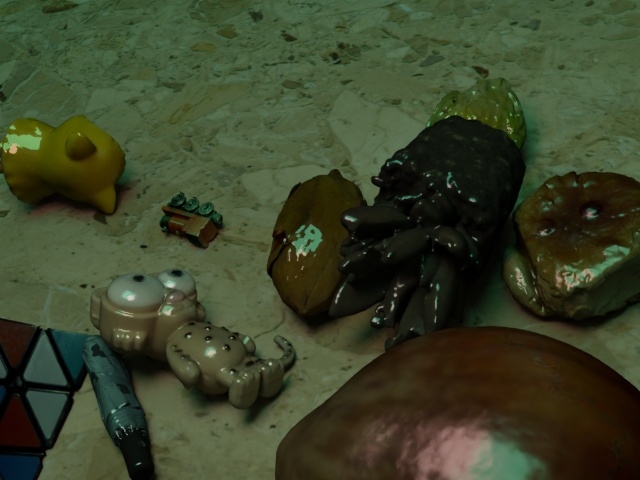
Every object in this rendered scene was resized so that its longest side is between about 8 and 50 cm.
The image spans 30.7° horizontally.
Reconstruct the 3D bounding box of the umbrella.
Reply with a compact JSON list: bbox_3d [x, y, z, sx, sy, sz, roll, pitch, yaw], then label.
[{"bbox_3d":[-0.257,0.207,1.486,0.052,0.053,0.250,-24,40,-8],"label":"umbrella"}]

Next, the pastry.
[{"bbox_3d":[0.336,0.004,1.454,0.229,0.100,0.218,-4,43,18],"label":"pastry"}]

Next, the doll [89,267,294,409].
[{"bbox_3d":[-0.168,0.123,1.503,0.278,0.119,0.154,24,29,25],"label":"doll"}]

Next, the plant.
[{"bbox_3d":[0.132,-0.009,1.476,0.182,0.194,0.320,26,48,17],"label":"plant"}]

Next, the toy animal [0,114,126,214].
[{"bbox_3d":[-0.422,-0.125,1.840,0.230,0.156,0.156,6,47,28],"label":"toy animal"}]

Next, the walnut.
[{"bbox_3d":[0.000,0.000,1.568,0.137,0.137,0.245,2,48,22],"label":"walnut"}]

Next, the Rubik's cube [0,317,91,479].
[{"bbox_3d":[-0.437,0.257,1.488,0.250,0.284,0.234,-35,60,19],"label":"Rubik's cube"}]

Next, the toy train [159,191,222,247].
[{"bbox_3d":[-0.195,-0.030,1.734,0.103,0.044,0.064,17,62,33],"label":"toy train"}]

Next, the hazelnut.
[{"bbox_3d":[0.132,0.275,1.042,0.409,0.359,0.359,-51,47,-6],"label":"hazelnut"}]

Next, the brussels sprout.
[{"bbox_3d":[0.226,-0.151,1.670,0.139,0.100,0.181,13,48,18],"label":"brussels sprout"}]
